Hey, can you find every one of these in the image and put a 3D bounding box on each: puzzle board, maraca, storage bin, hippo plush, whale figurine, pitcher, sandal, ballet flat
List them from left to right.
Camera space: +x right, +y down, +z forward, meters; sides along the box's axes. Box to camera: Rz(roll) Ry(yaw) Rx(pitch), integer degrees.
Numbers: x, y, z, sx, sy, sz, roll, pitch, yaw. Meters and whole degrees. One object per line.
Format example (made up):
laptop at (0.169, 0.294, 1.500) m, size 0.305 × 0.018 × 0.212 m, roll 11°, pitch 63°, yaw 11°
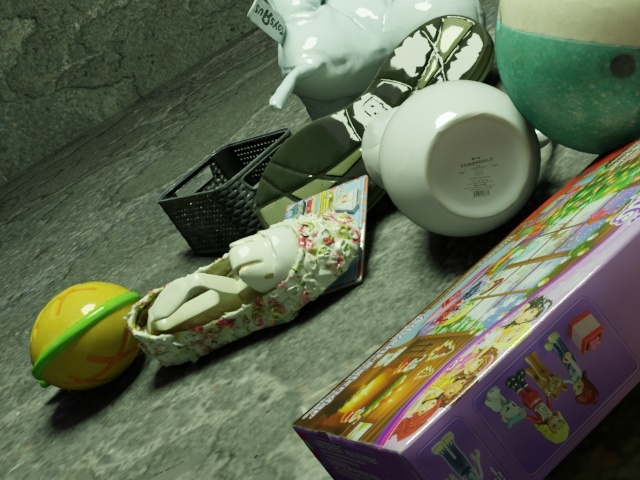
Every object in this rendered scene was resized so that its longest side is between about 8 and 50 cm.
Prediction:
maraca at (-0.236, 0.101, 0.939) m, size 0.127 × 0.099 × 0.186 m, roll -34°, pitch -7°, yaw -26°
ballet flat at (-0.075, 0.042, 0.833) m, size 0.241 × 0.077 × 0.091 m, roll -33°, pitch 53°, yaw 18°
storage bin at (-0.093, -0.054, 1.082) m, size 0.122 × 0.084 × 0.180 m, roll -43°, pitch 21°, yaw -27°
puzzle board at (0.000, 0.000, 0.874) m, size 0.096 × 0.011 × 0.128 m, roll -21°, pitch 44°, yaw 29°
hippo plush at (0.068, -0.259, 1.085) m, size 0.236 × 0.234 × 0.294 m, roll -15°, pitch -9°, yaw 12°
sandal at (0.064, -0.098, 0.954) m, size 0.303 × 0.086 × 0.120 m, roll -41°, pitch 62°, yaw 8°
pitcher at (0.133, -0.079, 0.791) m, size 0.177 × 0.125 × 0.207 m, roll -15°, pitch 11°, yaw -2°
whale figurine at (0.261, -0.129, 0.669) m, size 0.272 × 0.141 × 0.216 m, roll 5°, pitch 21°, yaw 0°

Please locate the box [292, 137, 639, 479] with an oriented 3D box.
box at (0.130, 0.033, 0.523) m, size 0.293 × 0.057 × 0.201 m, roll -39°, pitch 4°, yaw -17°
